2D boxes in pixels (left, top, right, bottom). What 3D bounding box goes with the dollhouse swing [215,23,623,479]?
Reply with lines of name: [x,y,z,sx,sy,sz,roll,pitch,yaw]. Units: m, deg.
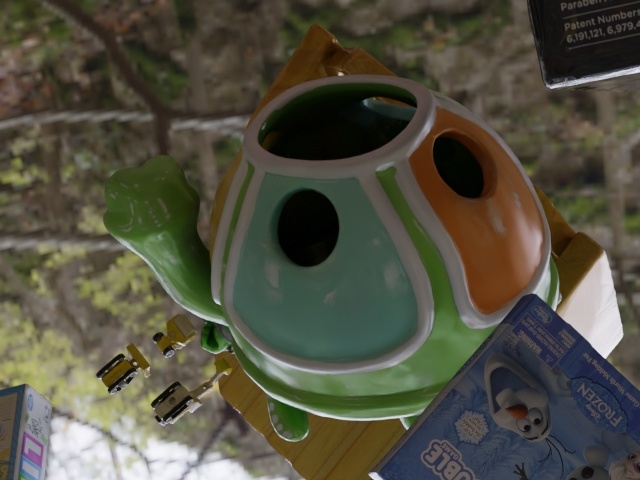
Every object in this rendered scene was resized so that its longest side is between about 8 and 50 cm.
dollhouse swing: [0.040,0.060,1.417,0.305,0.315,0.347,-45,-116,-6]

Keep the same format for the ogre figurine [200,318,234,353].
ogre figurine: [-0.038,0.006,1.348,0.197,0.097,0.118,-44,-167,-20]

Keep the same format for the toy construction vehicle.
toy construction vehicle: [-0.140,0.122,1.412,0.098,0.035,0.086,-42,-116,-5]

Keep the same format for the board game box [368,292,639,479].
board game box: [0.080,0.082,0.568,0.090,0.090,0.020,-48,-178,-11]

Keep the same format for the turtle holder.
turtle holder: [0.018,-0.009,1.166,0.243,0.227,0.320,-37,-140,-23]

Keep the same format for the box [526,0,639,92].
box: [0.213,-0.256,0.909,0.179,0.312,0.343,-11,-178,18]

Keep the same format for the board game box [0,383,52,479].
board game box: [-0.216,0.140,0.807,0.154,0.026,0.103,-14,-127,21]
